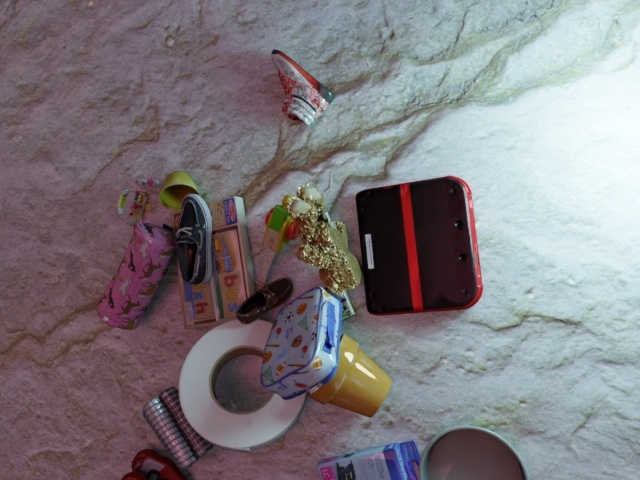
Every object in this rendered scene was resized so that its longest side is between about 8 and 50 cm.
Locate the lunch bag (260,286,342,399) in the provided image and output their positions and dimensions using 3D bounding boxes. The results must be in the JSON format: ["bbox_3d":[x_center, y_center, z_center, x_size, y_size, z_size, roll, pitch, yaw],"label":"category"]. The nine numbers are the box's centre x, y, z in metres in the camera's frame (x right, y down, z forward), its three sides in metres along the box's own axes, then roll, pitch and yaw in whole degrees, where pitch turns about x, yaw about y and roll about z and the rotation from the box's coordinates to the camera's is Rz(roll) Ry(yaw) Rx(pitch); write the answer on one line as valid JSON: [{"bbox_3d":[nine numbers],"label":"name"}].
[{"bbox_3d":[-0.043,0.287,1.465,0.243,0.115,0.304,-34,32,29],"label":"lunch bag"}]

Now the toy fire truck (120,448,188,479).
[{"bbox_3d":[-0.553,0.865,1.751,0.253,0.169,0.302,27,98,-5],"label":"toy fire truck"}]

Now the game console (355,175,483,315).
[{"bbox_3d":[0.282,0.017,1.537,0.341,0.060,0.387,-8,83,25],"label":"game console"}]

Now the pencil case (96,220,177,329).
[{"bbox_3d":[-0.621,0.120,1.777,0.160,0.167,0.386,23,109,-22],"label":"pencil case"}]

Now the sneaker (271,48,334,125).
[{"bbox_3d":[-0.095,-0.483,1.679,0.270,0.090,0.145,43,99,15],"label":"sneaker"}]

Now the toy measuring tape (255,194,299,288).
[{"bbox_3d":[-0.129,0.000,1.677,0.121,0.121,0.330,28,119,19],"label":"toy measuring tape"}]

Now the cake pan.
[{"bbox_3d":[0.419,0.651,1.443,0.292,0.054,0.294,-1,87,20],"label":"cake pan"}]

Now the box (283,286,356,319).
[{"bbox_3d":[-0.003,0.219,1.633,0.206,0.036,0.114,-28,78,17],"label":"box"}]

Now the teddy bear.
[{"bbox_3d":[0.000,0.000,1.530,0.113,0.338,0.245,-21,37,23],"label":"teddy bear"}]

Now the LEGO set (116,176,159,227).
[{"bbox_3d":[-0.641,-0.080,1.848,0.132,0.107,0.287,-5,85,20],"label":"LEGO set"}]

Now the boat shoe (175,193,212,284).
[{"bbox_3d":[-0.422,-0.006,1.705,0.108,0.102,0.302,-5,86,23],"label":"boat shoe"}]

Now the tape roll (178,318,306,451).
[{"bbox_3d":[-0.227,0.428,1.581,0.391,0.072,0.392,0,60,0],"label":"tape roll"}]

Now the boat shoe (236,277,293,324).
[{"bbox_3d":[-0.172,0.183,1.637,0.207,0.073,0.073,-39,63,-17],"label":"boat shoe"}]

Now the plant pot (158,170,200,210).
[{"bbox_3d":[-0.484,-0.181,1.796,0.134,0.134,0.095,-27,53,17],"label":"plant pot"}]

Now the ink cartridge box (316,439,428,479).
[{"bbox_3d":[0.156,0.710,1.536,0.310,0.065,0.186,-20,81,16],"label":"ink cartridge box"}]

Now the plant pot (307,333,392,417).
[{"bbox_3d":[0.094,0.405,1.514,0.187,0.205,0.205,31,98,4],"label":"plant pot"}]

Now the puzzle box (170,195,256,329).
[{"bbox_3d":[-0.357,0.079,1.758,0.271,0.052,0.410,-12,83,21],"label":"puzzle box"}]

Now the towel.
[{"bbox_3d":[-0.451,0.599,1.669,0.121,0.284,0.235,-33,80,-27],"label":"towel"}]
